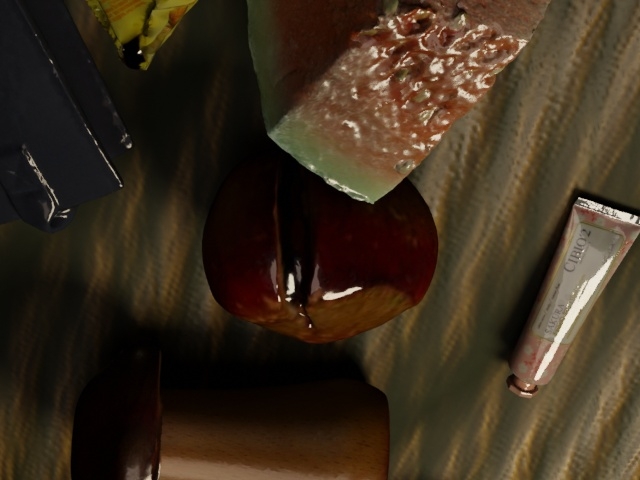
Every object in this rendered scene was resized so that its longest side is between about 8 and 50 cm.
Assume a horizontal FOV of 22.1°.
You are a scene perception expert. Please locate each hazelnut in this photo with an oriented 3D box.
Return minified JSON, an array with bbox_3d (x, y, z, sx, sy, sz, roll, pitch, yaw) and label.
[{"bbox_3d":[0.000,0.000,1.423,0.204,0.178,0.178,-3,125,1],"label":"hazelnut"}]

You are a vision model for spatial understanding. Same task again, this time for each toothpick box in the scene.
[{"bbox_3d":[-0.088,0.200,1.552,0.294,0.192,0.192,5,125,-5],"label":"toothpick box"}]

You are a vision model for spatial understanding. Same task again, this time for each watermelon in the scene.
[{"bbox_3d":[0.065,-0.165,1.277,0.193,0.139,0.257,37,135,-29],"label":"watermelon"}]

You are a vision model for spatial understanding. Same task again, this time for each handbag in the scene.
[{"bbox_3d":[-0.349,-0.134,1.376,0.303,0.122,0.329,-17,121,15],"label":"handbag"}]

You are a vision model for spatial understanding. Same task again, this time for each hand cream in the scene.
[{"bbox_3d":[0.226,0.056,1.507,0.067,0.043,0.209,18,119,-7],"label":"hand cream"}]

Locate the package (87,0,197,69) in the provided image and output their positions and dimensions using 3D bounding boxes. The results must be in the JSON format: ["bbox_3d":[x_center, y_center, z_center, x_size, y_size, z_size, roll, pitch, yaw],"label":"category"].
[{"bbox_3d":[-0.118,-0.243,1.284,0.226,0.090,0.168,-26,107,35],"label":"package"}]
